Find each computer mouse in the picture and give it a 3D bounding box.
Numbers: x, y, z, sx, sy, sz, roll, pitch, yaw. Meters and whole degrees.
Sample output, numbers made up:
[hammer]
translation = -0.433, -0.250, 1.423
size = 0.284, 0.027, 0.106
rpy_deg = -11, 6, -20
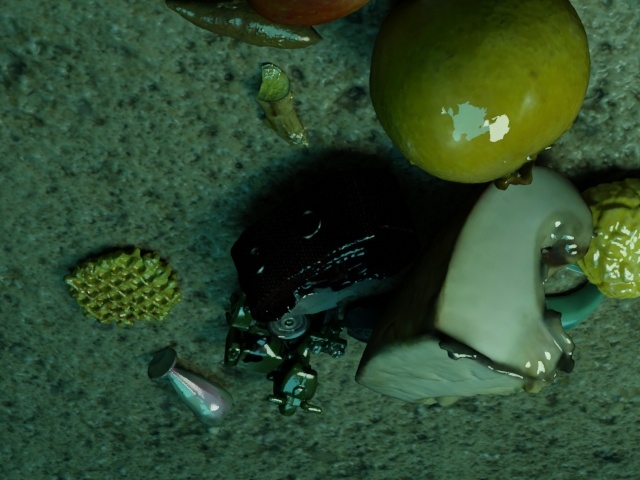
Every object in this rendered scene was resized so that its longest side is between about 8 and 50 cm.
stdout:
[computer mouse]
translation = 0.130, 0.132, 2.054
size = 0.192, 0.062, 0.106
rpy_deg = -14, 135, 15

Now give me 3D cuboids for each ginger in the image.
[ginger]
translation = -0.057, -0.178, 1.739
size = 0.057, 0.044, 0.137
rpy_deg = -22, 137, 0

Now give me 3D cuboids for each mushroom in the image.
[mushroom]
translation = 0.192, 0.086, 1.824
size = 0.224, 0.314, 0.397
rpy_deg = 21, 157, -15

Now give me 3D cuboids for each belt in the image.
[belt]
translation = 0.000, 0.000, 1.853
size = 0.289, 0.164, 0.184
rpy_deg = -31, 154, 29

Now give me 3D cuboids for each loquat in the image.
[loquat]
translation = 0.191, -0.190, 1.544
size = 0.274, 0.275, 0.275
rpy_deg = 1, 138, 1

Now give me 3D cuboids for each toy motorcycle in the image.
[toy motorcycle]
translation = -0.071, 0.172, 2.061
size = 0.205, 0.127, 0.275
rpy_deg = 15, 133, -17

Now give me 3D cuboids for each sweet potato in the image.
[sweet potato]
translation = -0.096, -0.283, 1.619
size = 0.205, 0.060, 0.068
rpy_deg = 8, 100, -4

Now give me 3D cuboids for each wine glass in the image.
[wine glass]
translation = -0.225, 0.254, 2.194
size = 0.073, 0.073, 0.155
rpy_deg = -24, 132, 26

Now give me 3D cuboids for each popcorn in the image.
[popcorn]
translation = 0.438, -0.002, 1.824
size = 0.170, 0.180, 0.180
rpy_deg = -12, 151, -41

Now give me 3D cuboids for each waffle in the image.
[waffle]
translation = -0.311, 0.077, 2.030
size = 0.191, 0.038, 0.191
rpy_deg = 2, 137, 1

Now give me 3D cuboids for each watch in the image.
[watch]
translation = 0.332, 0.066, 1.976
size = 0.237, 0.068, 0.195
rpy_deg = -2, 135, 10

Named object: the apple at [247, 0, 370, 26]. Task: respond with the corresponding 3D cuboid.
[apple]
translation = -0.012, -0.357, 1.425
size = 0.229, 0.230, 0.230
rpy_deg = 1, 138, 1
